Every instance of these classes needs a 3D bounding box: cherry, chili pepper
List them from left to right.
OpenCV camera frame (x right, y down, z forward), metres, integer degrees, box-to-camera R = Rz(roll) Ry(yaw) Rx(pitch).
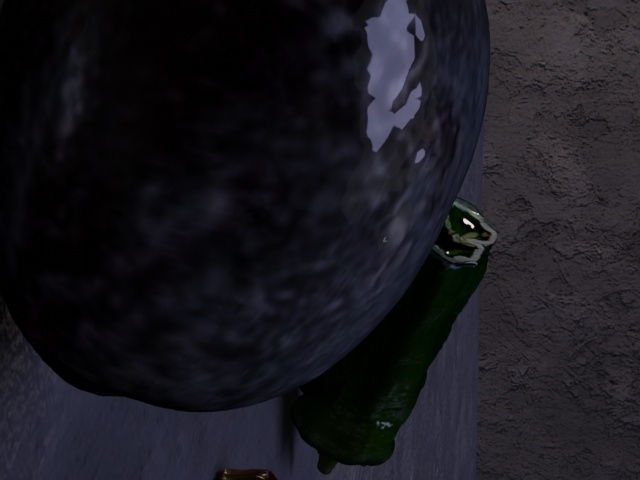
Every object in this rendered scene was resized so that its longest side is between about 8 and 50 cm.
[{"bbox_3d":[-0.038,-0.066,0.801,0.255,0.218,0.296,-2,109,-85],"label":"cherry"},{"bbox_3d":[0.057,0.098,1.563,0.270,0.099,0.136,-60,-164,22],"label":"chili pepper"}]

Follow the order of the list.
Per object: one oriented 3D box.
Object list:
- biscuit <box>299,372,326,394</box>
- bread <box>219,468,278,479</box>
[{"bbox_3d":[0.001,0.005,1.500,0.151,0.063,0.235,83,22,-49],"label":"biscuit"},{"bbox_3d":[-0.049,0.207,1.312,0.085,0.053,0.085,4,90,-81],"label":"bread"}]
